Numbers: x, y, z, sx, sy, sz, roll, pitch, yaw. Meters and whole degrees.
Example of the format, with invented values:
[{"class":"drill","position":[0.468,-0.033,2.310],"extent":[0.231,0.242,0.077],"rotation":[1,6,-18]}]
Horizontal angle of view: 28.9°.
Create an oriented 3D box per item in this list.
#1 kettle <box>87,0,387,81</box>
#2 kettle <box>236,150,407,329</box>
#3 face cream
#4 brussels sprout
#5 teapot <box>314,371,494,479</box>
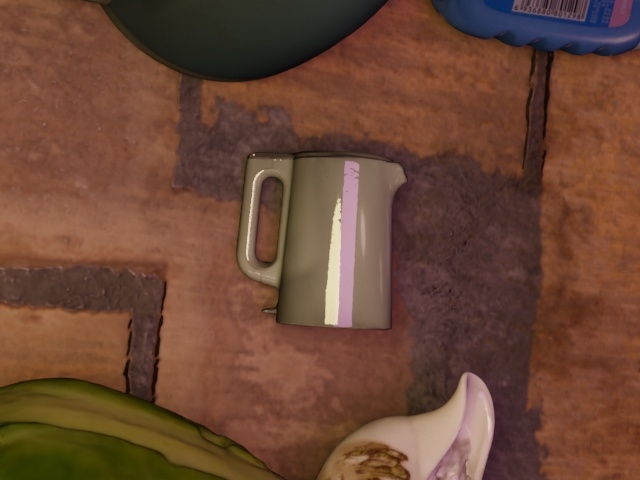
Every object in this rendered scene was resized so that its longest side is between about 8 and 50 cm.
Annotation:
[{"class":"kettle","position":[-0.063,-0.240,0.894],"extent":[0.320,0.342,0.247],"rotation":[-22,98,-16]},{"class":"kettle","position":[0.005,0.000,1.059],"extent":[0.098,0.127,0.147],"rotation":[6,86,-50]},{"class":"face cream","position":[0.233,-0.242,1.126],"extent":[0.264,0.083,0.149],"rotation":[5,90,-18]},{"class":"brussels sprout","position":[-0.184,0.255,0.886],"extent":[0.371,0.276,0.314],"rotation":[-20,88,-9]},{"class":"teapot","position":[0.077,0.259,1.025],"extent":[0.204,0.139,0.298],"rotation":[20,66,-53]}]
